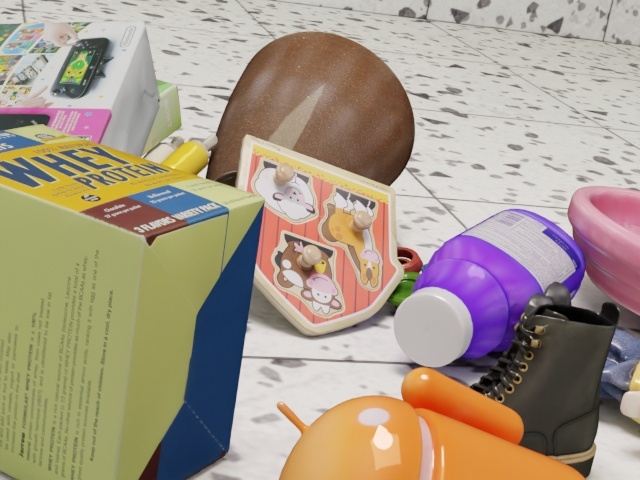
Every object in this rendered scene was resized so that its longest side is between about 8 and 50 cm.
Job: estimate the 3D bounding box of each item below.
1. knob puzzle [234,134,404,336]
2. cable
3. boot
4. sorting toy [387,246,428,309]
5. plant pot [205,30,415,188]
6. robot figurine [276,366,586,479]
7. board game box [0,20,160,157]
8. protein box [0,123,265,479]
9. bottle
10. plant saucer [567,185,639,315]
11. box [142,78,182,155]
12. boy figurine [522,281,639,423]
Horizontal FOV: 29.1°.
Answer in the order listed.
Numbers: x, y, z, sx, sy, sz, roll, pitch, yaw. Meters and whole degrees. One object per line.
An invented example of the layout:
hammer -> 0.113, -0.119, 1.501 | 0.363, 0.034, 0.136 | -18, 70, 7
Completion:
knob puzzle -> 0.000, 0.000, 1.155 | 0.213, 0.030, 0.213 | 17, 53, -25
cable -> -0.198, -0.016, 1.173 | 0.139, 0.072, 0.287 | -23, 15, 29
boot -> 0.123, 0.107, 0.909 | 0.197, 0.137, 0.077 | -1, 21, -26
sorting toy -> 0.088, 0.047, 1.230 | 0.061, 0.042, 0.102 | -7, 32, -1
plant pot -> -0.033, -0.081, 1.316 | 0.215, 0.215, 0.230 | 14, 35, 14
robot figurine -> 0.067, 0.165, 0.687 | 0.219, 0.158, 0.128 | 23, 4, -14
board game box -> -0.316, -0.098, 1.090 | 0.303, 0.098, 0.224 | 0, 39, 7
protein box -> -0.168, 0.047, 0.842 | 0.201, 0.200, 0.136 | 19, 20, 26
bottle -> 0.158, 0.046, 1.159 | 0.118, 0.092, 0.283 | 36, 27, 16
plant saucer -> 0.410, 0.038, 1.287 | 0.332, 0.084, 0.332 | 16, 16, -5
box -> -0.324, -0.087, 1.200 | 0.232, 0.059, 0.322 | 21, 45, 29
boy figurine -> 0.305, 0.121, 1.034 | 0.285, 0.092, 0.177 | 17, 17, 29
